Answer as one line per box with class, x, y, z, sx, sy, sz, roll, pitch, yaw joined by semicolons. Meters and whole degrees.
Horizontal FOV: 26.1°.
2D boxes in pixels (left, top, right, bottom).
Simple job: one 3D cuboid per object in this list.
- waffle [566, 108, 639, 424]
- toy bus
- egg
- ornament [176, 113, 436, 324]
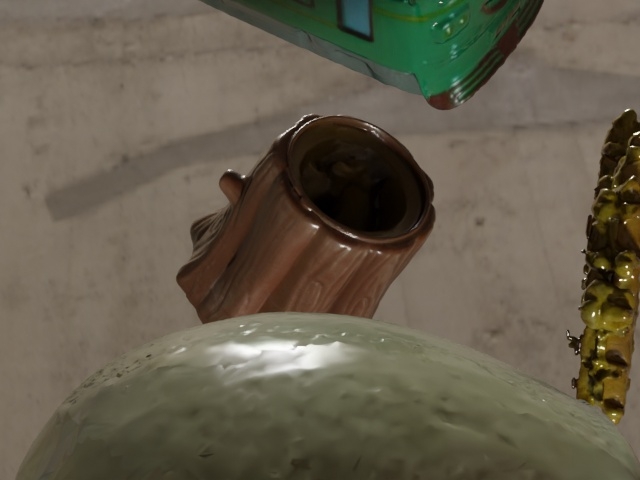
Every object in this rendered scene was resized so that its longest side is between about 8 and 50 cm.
waffle;0.278;0.017;1.318;0.069;0.293;0.260;8;-120;13
toy bus;-0.002;-0.267;1.036;0.343;0.199;0.183;26;-118;21
egg;-0.041;0.150;0.608;0.201;0.337;0.337;38;-126;-17
ornament;0.000;0.000;1.416;0.221;0.217;0.235;-26;-110;-42
